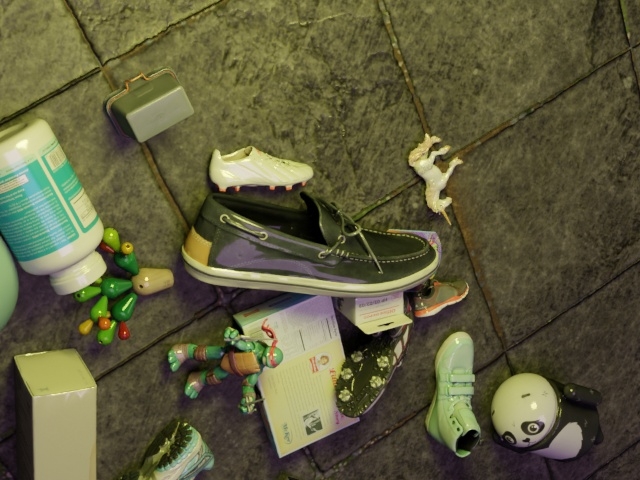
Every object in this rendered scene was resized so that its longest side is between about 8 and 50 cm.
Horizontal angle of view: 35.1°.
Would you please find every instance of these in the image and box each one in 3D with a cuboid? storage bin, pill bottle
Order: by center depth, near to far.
[{"bbox_3d":[-0.439,-0.047,1.597,0.146,0.146,0.264,-29,111,-14],"label":"pill bottle"},{"bbox_3d":[-0.277,-0.223,1.662,0.135,0.091,0.098,-32,121,-14],"label":"storage bin"}]

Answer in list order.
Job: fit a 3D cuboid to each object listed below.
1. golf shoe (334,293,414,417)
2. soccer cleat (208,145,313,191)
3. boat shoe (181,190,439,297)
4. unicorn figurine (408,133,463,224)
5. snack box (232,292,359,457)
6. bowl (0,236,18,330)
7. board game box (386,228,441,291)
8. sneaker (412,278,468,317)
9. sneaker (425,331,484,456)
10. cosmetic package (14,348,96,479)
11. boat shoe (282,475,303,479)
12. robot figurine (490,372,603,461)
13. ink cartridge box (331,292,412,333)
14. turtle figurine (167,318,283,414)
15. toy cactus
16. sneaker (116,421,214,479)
[{"bbox_3d":[0.124,0.239,2.010,0.273,0.105,0.120,-63,144,-20],"label":"golf shoe"},{"bbox_3d":[-0.102,-0.131,1.806,0.196,0.068,0.076,-4,109,-23],"label":"soccer cleat"},{"bbox_3d":[0.000,0.000,1.841,0.500,0.187,0.156,5,111,-22],"label":"boat shoe"},{"bbox_3d":[0.228,-0.128,1.987,0.162,0.060,0.111,43,88,-17],"label":"unicorn figurine"},{"bbox_3d":[-0.042,0.256,1.995,0.187,0.060,0.322,-21,118,-17],"label":"snack box"},{"bbox_3d":[-0.623,0.098,1.519,0.311,0.163,0.311,-4,118,-7],"label":"bowl"},{"bbox_3d":[0.179,0.047,2.040,0.168,0.033,0.133,4,108,-28],"label":"board game box"},{"bbox_3d":[0.245,0.102,2.068,0.158,0.061,0.065,-27,99,-44],"label":"sneaker"},{"bbox_3d":[0.307,0.332,2.151,0.094,0.151,0.256,0,108,-26],"label":"sneaker"},{"bbox_3d":[-0.462,0.364,1.766,0.113,0.160,0.309,-5,113,-27],"label":"cosmetic package"},{"bbox_3d":[-0.003,0.540,2.123,0.206,0.075,0.065,19,103,-27],"label":"boat shoe"},{"bbox_3d":[0.511,0.401,2.269,0.278,0.173,0.209,24,90,-33],"label":"robot figurine"},{"bbox_3d":[0.089,0.106,1.929,0.104,0.181,0.062,-13,115,-23],"label":"ink cartridge box"},{"bbox_3d":[-0.153,0.227,1.844,0.118,0.234,0.175,-41,118,-60],"label":"turtle figurine"},{"bbox_3d":[-0.338,0.077,1.757,0.180,0.112,0.219,-9,104,-35],"label":"toy cactus"},{"bbox_3d":[-0.313,0.485,1.922,0.283,0.110,0.122,-44,126,-5],"label":"sneaker"}]
